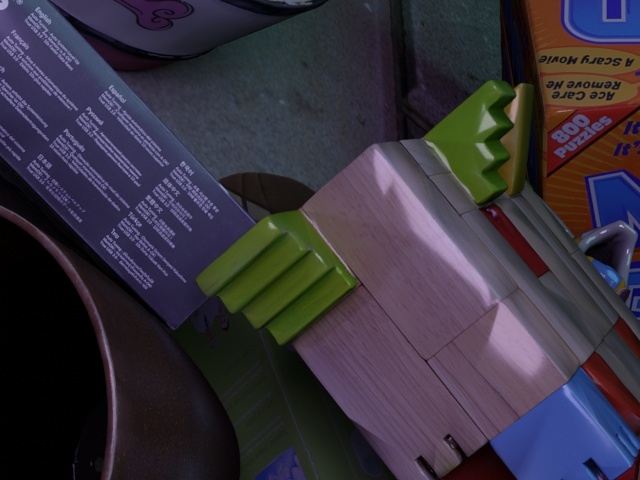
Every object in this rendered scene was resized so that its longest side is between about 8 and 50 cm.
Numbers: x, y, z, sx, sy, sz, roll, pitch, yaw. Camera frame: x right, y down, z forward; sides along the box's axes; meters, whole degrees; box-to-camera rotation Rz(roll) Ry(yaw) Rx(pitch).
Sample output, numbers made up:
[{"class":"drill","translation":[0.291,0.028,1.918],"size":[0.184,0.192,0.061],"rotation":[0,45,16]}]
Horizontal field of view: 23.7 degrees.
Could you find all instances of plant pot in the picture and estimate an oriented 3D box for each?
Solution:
[{"class":"plant pot","translation":[-0.138,0.105,0.763],"size":[0.230,0.215,0.215],"rotation":[27,40,-64]}]

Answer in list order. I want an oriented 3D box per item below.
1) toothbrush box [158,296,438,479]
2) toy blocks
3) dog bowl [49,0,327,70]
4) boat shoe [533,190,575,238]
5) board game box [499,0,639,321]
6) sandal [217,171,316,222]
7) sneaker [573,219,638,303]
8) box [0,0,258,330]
[{"class":"toothbrush box","translation":[0.040,0.146,0.982],"size":[0.206,0.122,0.283],"rotation":[-3,58,-40]},{"class":"toy blocks","translation":[0.112,0.072,0.847],"size":[0.261,0.191,0.381],"rotation":[52,16,7]},{"class":"dog bowl","translation":[-0.165,-0.307,1.133],"size":[0.408,0.150,0.408],"rotation":[37,35,-32]},{"class":"boat shoe","translation":[0.157,0.154,1.175],"size":[0.187,0.156,0.500],"rotation":[-7,64,-36]},{"class":"board game box","translation":[0.360,-0.132,1.409],"size":[0.356,0.356,0.356],"rotation":[81,5,-49]},{"class":"sandal","translation":[0.000,0.000,1.130],"size":[0.180,0.049,0.072],"rotation":[12,53,2]},{"class":"sneaker","translation":[0.173,0.053,1.093],"size":[0.069,0.084,0.185],"rotation":[36,45,-5]},{"class":"box","translation":[-0.186,-0.098,0.846],"size":[0.307,0.076,0.242],"rotation":[47,-9,-18]}]
